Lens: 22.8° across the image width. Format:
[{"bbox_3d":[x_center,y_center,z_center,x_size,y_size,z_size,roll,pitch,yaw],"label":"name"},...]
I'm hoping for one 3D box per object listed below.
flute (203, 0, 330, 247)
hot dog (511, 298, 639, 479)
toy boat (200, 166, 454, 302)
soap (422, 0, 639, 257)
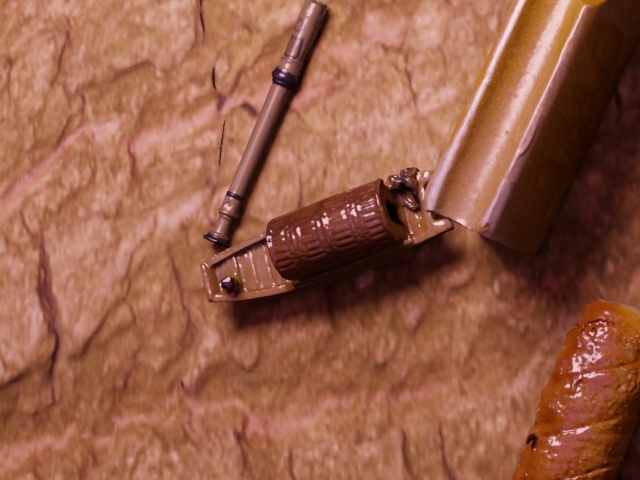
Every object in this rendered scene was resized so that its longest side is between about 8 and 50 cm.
[{"bbox_3d":[-0.048,-0.104,1.390,0.027,0.027,0.233,24,92,25],"label":"flute"},{"bbox_3d":[0.190,0.184,1.224,0.088,0.061,0.285,16,90,14],"label":"hot dog"},{"bbox_3d":[0.000,0.000,1.319,0.226,0.088,0.068,-19,75,19],"label":"toy boat"},{"bbox_3d":[0.171,-0.109,1.230,0.073,0.140,0.232,26,93,22],"label":"soap"}]
